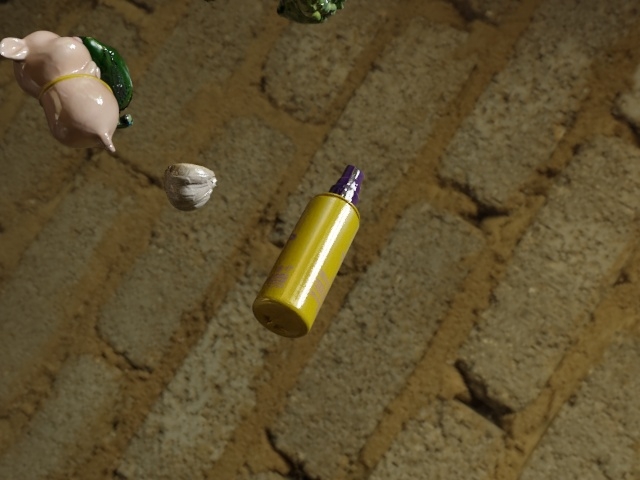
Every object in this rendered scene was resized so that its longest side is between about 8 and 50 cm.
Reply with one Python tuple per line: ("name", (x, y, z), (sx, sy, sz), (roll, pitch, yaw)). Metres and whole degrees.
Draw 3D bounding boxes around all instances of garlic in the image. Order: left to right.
("garlic", (-0.234, -0.091, 1.399), (0.113, 0.094, 0.074), (106, 2, -64))

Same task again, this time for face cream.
("face cream", (0.000, 0.000, 1.054), (0.078, 0.078, 0.273), (102, 13, -53))

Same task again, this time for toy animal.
("toy animal", (-0.444, -0.262, 1.428), (0.149, 0.248, 0.165), (-40, 175, -21))

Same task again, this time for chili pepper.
("chili pepper", (-0.477, -0.304, 1.668), (0.261, 0.174, 0.165), (72, 18, -49))

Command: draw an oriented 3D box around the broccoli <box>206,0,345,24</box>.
("broccoli", (-0.108, -0.449, 1.075), (0.338, 0.318, 0.277), (-38, 131, -79))
